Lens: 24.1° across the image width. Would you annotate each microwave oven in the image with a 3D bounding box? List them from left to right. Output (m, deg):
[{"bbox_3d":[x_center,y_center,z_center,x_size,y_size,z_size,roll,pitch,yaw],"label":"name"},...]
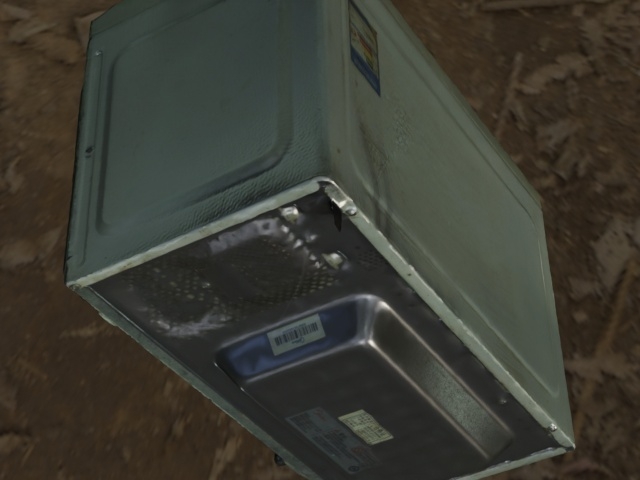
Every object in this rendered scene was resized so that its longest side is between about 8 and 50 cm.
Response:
[{"bbox_3d":[0.000,0.000,0.615,0.129,0.163,0.205,-21,136,24],"label":"microwave oven"}]
